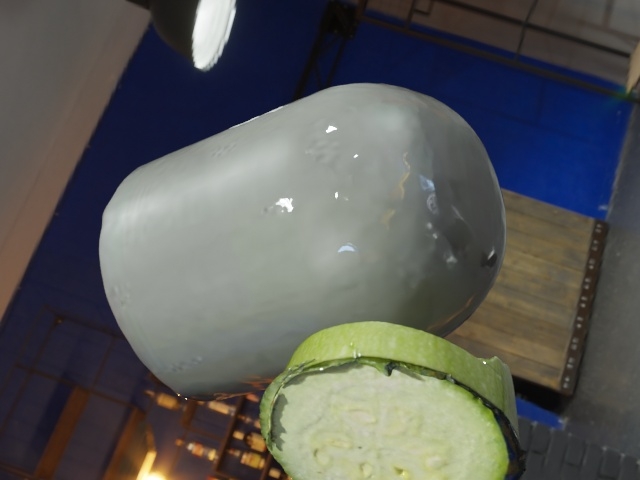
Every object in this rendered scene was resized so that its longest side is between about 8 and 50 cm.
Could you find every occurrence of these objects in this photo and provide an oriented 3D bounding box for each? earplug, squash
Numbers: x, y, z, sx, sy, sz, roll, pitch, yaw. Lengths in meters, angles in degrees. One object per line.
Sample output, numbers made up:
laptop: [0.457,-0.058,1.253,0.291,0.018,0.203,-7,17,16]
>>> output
earplug: [0.000,0.000,0.811,0.313,0.394,0.312,28,-126,-47]
squash: [0.065,0.139,0.631,0.220,0.220,0.133,105,-178,-46]
